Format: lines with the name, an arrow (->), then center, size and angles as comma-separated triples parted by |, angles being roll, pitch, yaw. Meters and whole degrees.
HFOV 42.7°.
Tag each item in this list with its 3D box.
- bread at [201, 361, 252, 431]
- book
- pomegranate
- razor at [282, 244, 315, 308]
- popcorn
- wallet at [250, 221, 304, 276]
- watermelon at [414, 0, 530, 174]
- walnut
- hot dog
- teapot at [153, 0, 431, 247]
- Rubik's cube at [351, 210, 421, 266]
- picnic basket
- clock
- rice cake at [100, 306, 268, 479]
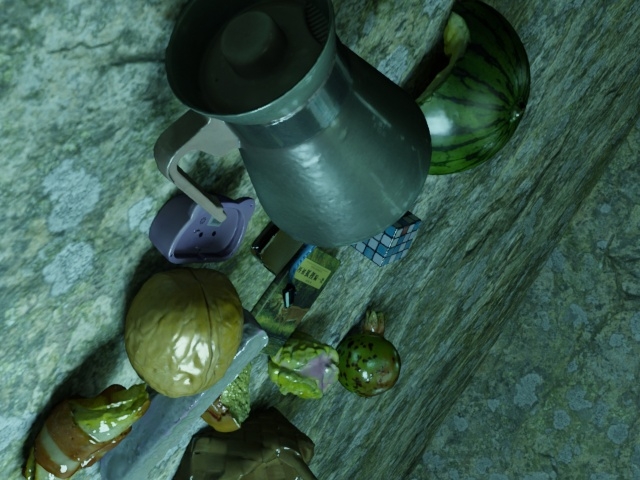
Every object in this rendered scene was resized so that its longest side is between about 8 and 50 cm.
bread -> -0.174, 0.230, 1.357 | 0.086, 0.125, 0.156 | -20, 114, -60
book -> -0.061, 0.110, 1.516 | 0.228, 0.024, 0.160 | -54, 153, 2
pomegranate -> 0.112, 0.261, 1.873 | 0.159, 0.159, 0.205 | 26, 71, -65
razor -> 0.000, 0.000, 1.429 | 0.253, 0.042, 0.082 | -54, 166, -18
popcorn -> -0.035, 0.249, 1.628 | 0.145, 0.126, 0.125 | -10, 122, -19
wallet -> -0.033, -0.035, 1.369 | 0.198, 0.031, 0.110 | -51, 155, -6
watermelon -> 0.268, -0.239, 1.466 | 0.331, 0.189, 0.330 | -34, 149, -24
walnut -> -0.192, 0.127, 1.152 | 0.165, 0.165, 0.197 | -33, 156, -37
hot dog -> -0.341, 0.270, 1.156 | 0.261, 0.093, 0.123 | -41, 165, 8
teapot -> -0.037, -0.142, 1.008 | 0.300, 0.253, 0.344 | -40, 148, 3
Rubik's cube -> 0.122, -0.018, 1.587 | 0.092, 0.092, 0.092 | -20, 139, -50
picnic basket -> -0.107, 0.526, 1.625 | 0.337, 0.337, 0.293 | -8, 130, -57
clock -> -0.162, -0.026, 1.133 | 0.153, 0.050, 0.110 | 0, 123, -61
rice cake -> -0.220, 0.257, 1.292 | 0.399, 0.070, 0.064 | -47, 149, 18
